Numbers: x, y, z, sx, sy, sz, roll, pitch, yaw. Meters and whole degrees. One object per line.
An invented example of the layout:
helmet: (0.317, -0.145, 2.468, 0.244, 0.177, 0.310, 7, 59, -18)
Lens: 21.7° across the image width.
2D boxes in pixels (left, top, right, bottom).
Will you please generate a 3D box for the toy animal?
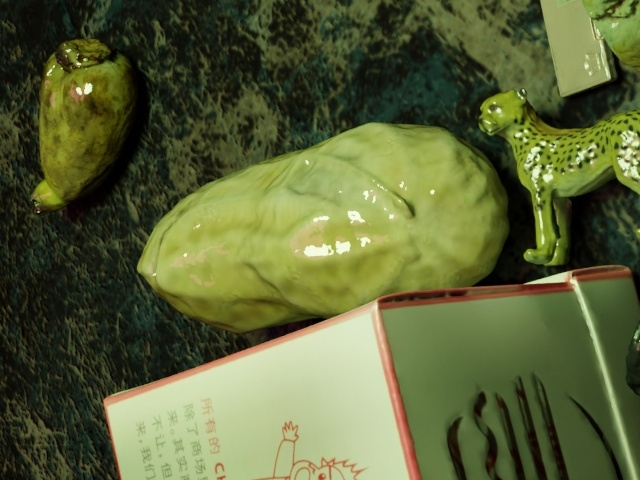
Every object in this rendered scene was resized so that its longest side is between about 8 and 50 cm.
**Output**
toy animal: (0.209, -0.059, 1.240, 0.181, 0.073, 0.136, -13, 82, 41)

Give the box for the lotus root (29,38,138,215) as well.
lotus root: (-0.236, -0.108, 1.651, 0.108, 0.094, 0.191, -120, 39, -54)

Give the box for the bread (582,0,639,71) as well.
bread: (0.229, -0.197, 1.191, 0.103, 0.110, 0.156, -34, 68, 45)

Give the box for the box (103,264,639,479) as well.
box: (0.067, 0.211, 1.226, 0.312, 0.300, 0.314, -22, 77, 42)

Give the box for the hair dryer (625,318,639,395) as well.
hair dryer: (0.302, 0.016, 1.106, 0.197, 0.089, 0.251, 17, 121, 42)

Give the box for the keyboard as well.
keyboard: (0.193, -0.196, 1.286, 0.055, 0.017, 0.166, -19, 79, 47)

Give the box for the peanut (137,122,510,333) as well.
peanut: (0.004, -0.003, 1.376, 0.340, 0.174, 0.158, -10, 129, 47)
